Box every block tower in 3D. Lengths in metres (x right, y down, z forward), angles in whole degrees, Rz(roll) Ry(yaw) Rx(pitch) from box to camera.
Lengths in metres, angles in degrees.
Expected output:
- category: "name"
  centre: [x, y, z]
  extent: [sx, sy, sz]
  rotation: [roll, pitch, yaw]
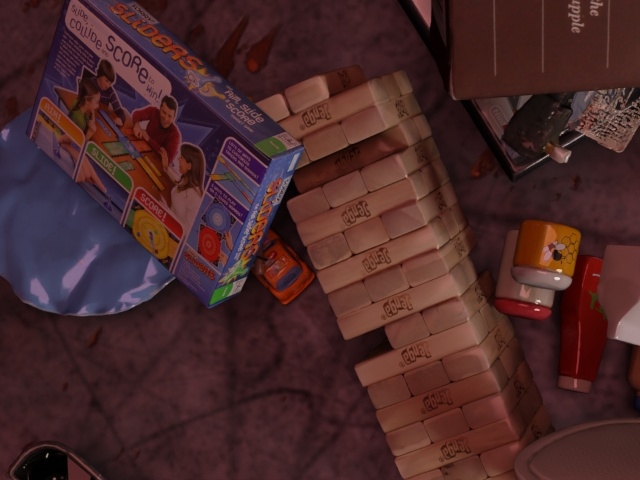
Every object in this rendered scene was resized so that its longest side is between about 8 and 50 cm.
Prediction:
- category: "block tower"
  centre: [0.066, 0.043, 0.962]
  extent: [0.091, 0.097, 0.335]
  rotation: [-23, 93, 23]

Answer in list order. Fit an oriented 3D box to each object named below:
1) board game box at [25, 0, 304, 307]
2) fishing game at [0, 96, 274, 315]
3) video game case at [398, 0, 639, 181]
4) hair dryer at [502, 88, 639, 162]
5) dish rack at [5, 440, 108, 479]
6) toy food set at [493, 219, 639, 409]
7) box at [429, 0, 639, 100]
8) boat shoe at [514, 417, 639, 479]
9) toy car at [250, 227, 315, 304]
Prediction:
- category: "board game box"
  centre: [-0.113, -0.069, 0.970]
  extent: [0.201, 0.035, 0.136]
  rotation: [42, 130, 20]
- category: "fishing game"
  centre: [-0.169, -0.033, 1.059]
  extent: [0.264, 0.041, 0.189]
  rotation: [-11, 74, 9]
- category: "video game case"
  centre: [0.178, -0.223, 1.056]
  extent: [0.248, 0.035, 0.275]
  rotation: [-31, 81, 0]
- category: "hair dryer"
  centre: [0.279, -0.145, 0.997]
  extent: [0.224, 0.080, 0.293]
  rotation: [26, 96, -3]
- category: "dish rack"
  centre: [-0.196, 0.302, 1.000]
  extent: [0.208, 0.074, 0.271]
  rotation: [39, 87, 9]
- category: "toy food set"
  centre: [0.201, 0.062, 0.964]
  extent: [0.232, 0.111, 0.104]
  rotation: [16, 83, -35]
- category: "box"
  centre: [0.256, -0.203, 0.857]
  extent: [0.381, 0.143, 0.191]
  rotation: [-5, 117, 0]
- category: "boat shoe"
  centre: [0.262, 0.170, 0.920]
  extent: [0.303, 0.114, 0.091]
  rotation: [-1, 111, -17]
- category: "toy car"
  centre: [0.000, 0.000, 1.039]
  extent: [0.122, 0.040, 0.060]
  rotation: [-26, 81, 1]
